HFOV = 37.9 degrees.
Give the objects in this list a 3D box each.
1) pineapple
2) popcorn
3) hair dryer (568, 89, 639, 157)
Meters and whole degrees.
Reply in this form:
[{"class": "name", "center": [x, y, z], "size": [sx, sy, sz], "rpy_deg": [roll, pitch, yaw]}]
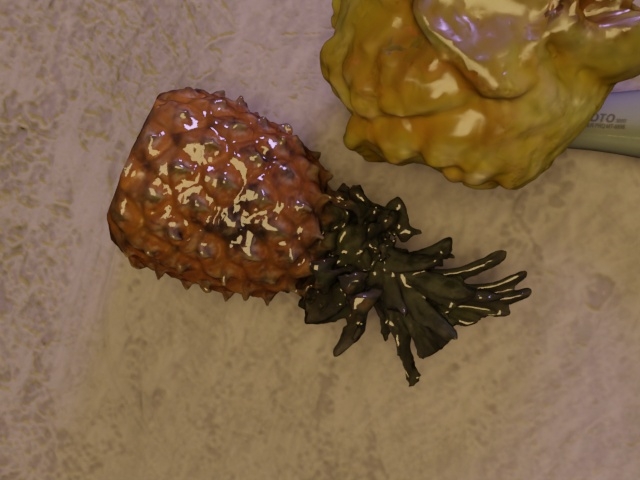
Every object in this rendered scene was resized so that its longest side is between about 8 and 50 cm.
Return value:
[{"class": "pineapple", "center": [0.000, 0.000, 0.767], "size": [0.340, 0.169, 0.169], "rpy_deg": [22, 97, 0]}, {"class": "popcorn", "center": [0.121, -0.159, 0.691], "size": [0.266, 0.192, 0.233], "rpy_deg": [-8, 74, 26]}, {"class": "hair dryer", "center": [0.278, -0.024, 0.762], "size": [0.229, 0.092, 0.267], "rpy_deg": [22, 107, 14]}]
